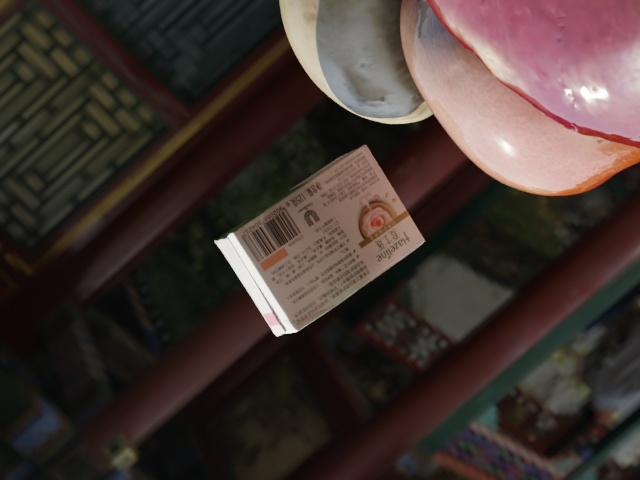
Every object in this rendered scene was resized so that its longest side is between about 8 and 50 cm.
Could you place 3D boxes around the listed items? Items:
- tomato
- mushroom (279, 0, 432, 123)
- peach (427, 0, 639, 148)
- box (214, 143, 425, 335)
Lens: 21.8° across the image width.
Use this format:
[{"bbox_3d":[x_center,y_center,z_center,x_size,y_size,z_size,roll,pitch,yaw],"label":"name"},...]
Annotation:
[{"bbox_3d":[0.225,-0.206,1.668,0.321,0.321,0.321,48,-174,-7],"label":"tomato"},{"bbox_3d":[0.119,-0.312,1.929,0.294,0.362,0.362,9,167,25],"label":"mushroom"},{"bbox_3d":[0.261,-0.269,1.061,0.353,0.416,0.339,18,-155,-27],"label":"peach"},{"bbox_3d":[0.000,0.000,1.885,0.135,0.199,0.081,58,161,-5],"label":"box"}]
